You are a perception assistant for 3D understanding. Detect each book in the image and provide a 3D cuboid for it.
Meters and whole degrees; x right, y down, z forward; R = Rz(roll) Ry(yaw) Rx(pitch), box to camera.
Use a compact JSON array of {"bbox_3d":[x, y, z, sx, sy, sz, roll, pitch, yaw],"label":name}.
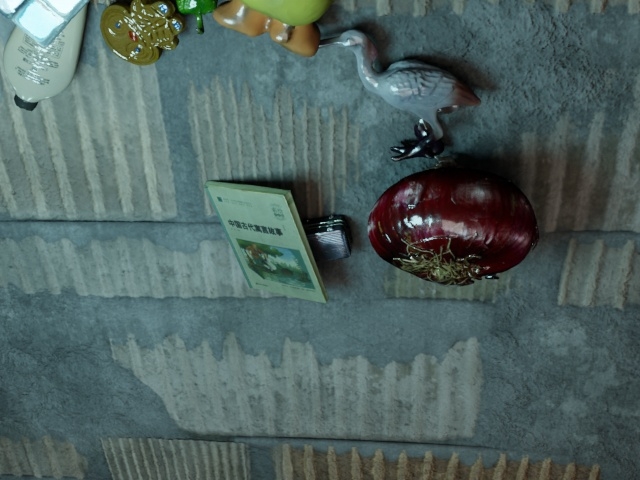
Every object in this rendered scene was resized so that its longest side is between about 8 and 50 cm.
[{"bbox_3d":[-0.105,0.005,1.821,0.214,0.025,0.283,8,135,35],"label":"book"}]

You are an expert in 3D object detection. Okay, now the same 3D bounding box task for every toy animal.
[{"bbox_3d":[0.143,-0.267,1.591,0.195,0.090,0.324,-29,122,25],"label":"toy animal"},{"bbox_3d":[-0.046,-0.448,1.404,0.216,0.191,0.338,17,127,-7],"label":"toy animal"}]

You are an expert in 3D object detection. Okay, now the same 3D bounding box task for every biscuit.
[{"bbox_3d":[-0.310,-0.363,1.573,0.175,0.026,0.124,-15,126,38],"label":"biscuit"}]

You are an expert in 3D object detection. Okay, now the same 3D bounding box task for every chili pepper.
[{"bbox_3d":[-0.204,-0.464,1.471,0.074,0.100,0.257,-28,139,-26],"label":"chili pepper"}]

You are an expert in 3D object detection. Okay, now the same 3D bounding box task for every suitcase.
[{"bbox_3d":[0.000,0.000,1.835,0.126,0.059,0.086,-8,128,12],"label":"suitcase"}]

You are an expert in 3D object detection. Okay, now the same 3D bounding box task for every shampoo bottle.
[{"bbox_3d":[-0.487,-0.336,1.609,0.127,0.078,0.257,22,125,-18],"label":"shampoo bottle"}]

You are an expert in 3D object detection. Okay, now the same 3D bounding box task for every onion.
[{"bbox_3d":[0.245,-0.040,1.677,0.313,0.232,0.314,6,164,2],"label":"onion"}]

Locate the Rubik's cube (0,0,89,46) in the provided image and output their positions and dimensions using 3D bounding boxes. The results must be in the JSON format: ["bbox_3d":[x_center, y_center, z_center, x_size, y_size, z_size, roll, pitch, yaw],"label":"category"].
[{"bbox_3d":[-0.403,-0.497,1.362,0.259,0.256,0.253,-34,117,28],"label":"Rubik's cube"}]
